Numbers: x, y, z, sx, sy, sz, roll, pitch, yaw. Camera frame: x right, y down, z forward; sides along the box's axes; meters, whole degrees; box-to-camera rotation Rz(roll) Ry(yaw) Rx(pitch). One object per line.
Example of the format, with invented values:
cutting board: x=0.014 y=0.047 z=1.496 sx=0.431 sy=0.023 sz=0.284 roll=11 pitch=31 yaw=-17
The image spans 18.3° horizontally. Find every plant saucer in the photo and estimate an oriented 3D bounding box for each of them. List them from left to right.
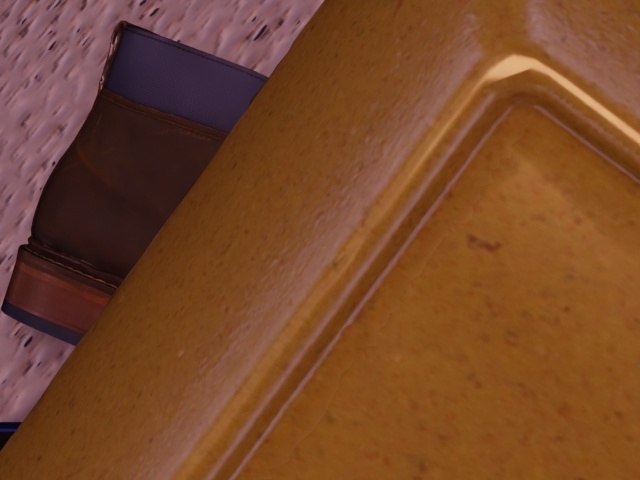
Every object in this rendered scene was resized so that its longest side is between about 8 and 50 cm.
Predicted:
plant saucer: x=0.073 y=0.109 z=0.508 sx=0.333 sy=0.081 sz=0.332 roll=37 pitch=98 yaw=5

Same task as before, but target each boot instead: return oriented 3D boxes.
boot: x=0.000 y=0.000 z=0.615 sx=0.219 sy=0.082 sz=0.106 roll=15 pitch=91 yaw=28

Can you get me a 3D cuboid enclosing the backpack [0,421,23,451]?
backpack: x=-0.102 y=0.118 z=0.636 sx=0.101 sy=0.098 sz=0.120 roll=-3 pitch=85 yaw=49
